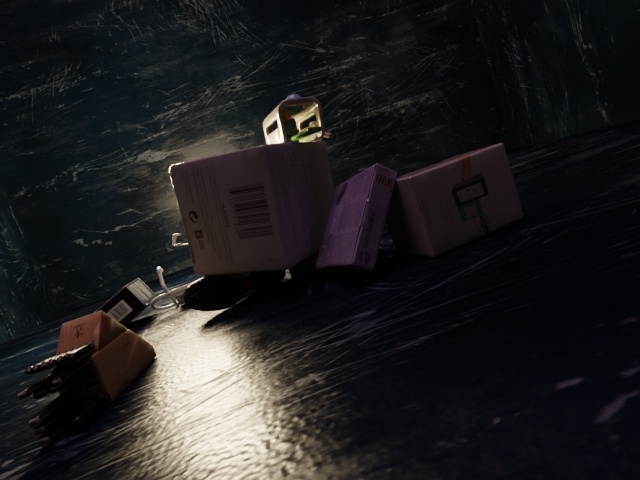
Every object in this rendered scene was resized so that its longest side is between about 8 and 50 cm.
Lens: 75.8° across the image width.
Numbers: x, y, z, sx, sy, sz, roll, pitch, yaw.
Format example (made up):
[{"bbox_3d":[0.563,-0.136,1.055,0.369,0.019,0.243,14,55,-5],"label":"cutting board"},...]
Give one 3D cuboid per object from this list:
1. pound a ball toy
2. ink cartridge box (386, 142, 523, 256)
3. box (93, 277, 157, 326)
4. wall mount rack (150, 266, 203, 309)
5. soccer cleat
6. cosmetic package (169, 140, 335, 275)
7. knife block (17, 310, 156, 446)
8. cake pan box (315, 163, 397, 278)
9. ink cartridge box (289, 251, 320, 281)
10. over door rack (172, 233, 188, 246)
[{"bbox_3d":[-0.060,-0.372,1.283,0.208,0.136,0.319,-12,11,-14],"label":"pound a ball toy"},{"bbox_3d":[0.321,-0.100,1.046,0.269,0.197,0.198,-21,7,-15],"label":"ink cartridge box"},{"bbox_3d":[-0.710,0.237,1.509,0.153,0.108,0.207,-43,11,-8],"label":"box"},{"bbox_3d":[-0.479,0.164,1.601,0.349,0.131,0.304,-20,-26,-13],"label":"wall mount rack"},{"bbox_3d":[-0.264,0.136,1.259,0.318,0.109,0.116,-19,3,-30],"label":"soccer cleat"},{"bbox_3d":[-0.170,-0.108,1.254,0.327,0.330,0.393,-7,10,26],"label":"cosmetic package"},{"bbox_3d":[-0.426,0.274,0.782,0.088,0.242,0.276,-18,-38,2],"label":"knife block"},{"bbox_3d":[0.081,-0.039,1.047,0.070,0.267,0.245,19,-13,-16],"label":"cake pan box"},{"bbox_3d":[-0.031,0.056,1.394,0.165,0.065,0.332,-19,8,-4],"label":"ink cartridge box"},{"bbox_3d":[-0.442,0.064,1.759,0.324,0.108,0.239,3,-20,26],"label":"over door rack"}]
